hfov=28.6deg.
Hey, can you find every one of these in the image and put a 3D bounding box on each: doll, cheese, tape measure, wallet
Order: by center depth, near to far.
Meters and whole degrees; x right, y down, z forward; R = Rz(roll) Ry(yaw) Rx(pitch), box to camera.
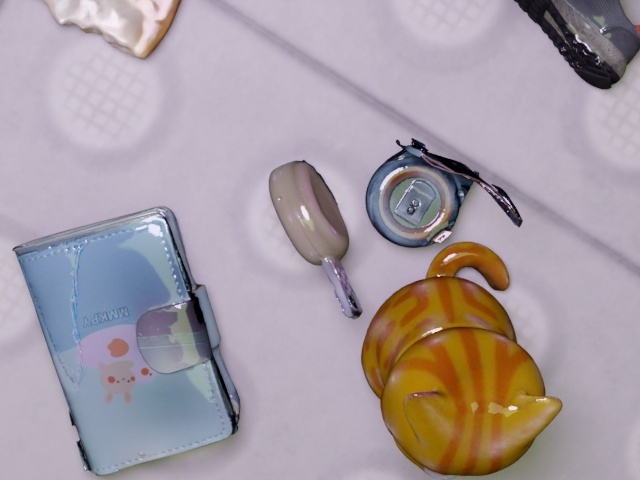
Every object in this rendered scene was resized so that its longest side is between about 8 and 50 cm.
[{"bbox_3d":[0.131,0.131,1.223,0.167,0.269,0.162,-7,115,-3],"label":"doll"},{"bbox_3d":[0.112,-0.033,1.237,0.104,0.180,0.107,27,95,-22],"label":"tape measure"},{"bbox_3d":[0.002,-0.001,1.273,0.048,0.092,0.171,-29,91,16],"label":"cheese"},{"bbox_3d":[-0.193,0.101,1.285,0.176,0.075,0.250,-16,99,3],"label":"wallet"}]

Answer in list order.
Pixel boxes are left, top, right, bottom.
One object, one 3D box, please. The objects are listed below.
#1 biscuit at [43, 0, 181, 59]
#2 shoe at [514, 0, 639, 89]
[{"bbox_3d":[-0.258,-0.332,1.240,0.309,0.040,0.204,30,96,-7],"label":"biscuit"},{"bbox_3d":[0.253,-0.246,1.264,0.077,0.074,0.194,-42,100,-8],"label":"shoe"}]
